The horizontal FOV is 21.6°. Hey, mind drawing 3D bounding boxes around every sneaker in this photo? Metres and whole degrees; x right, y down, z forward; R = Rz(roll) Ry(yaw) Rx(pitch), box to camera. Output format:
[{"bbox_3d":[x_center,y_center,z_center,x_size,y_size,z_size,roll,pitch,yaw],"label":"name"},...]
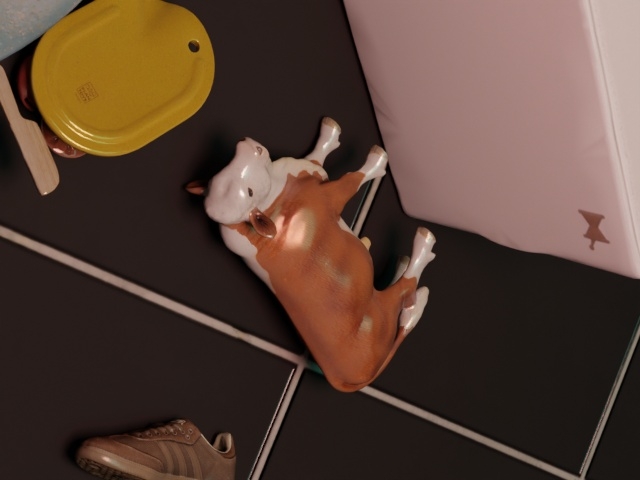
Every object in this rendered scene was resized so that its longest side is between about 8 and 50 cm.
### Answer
[{"bbox_3d":[-0.153,0.197,1.571,0.188,0.066,0.071,26,67,-47],"label":"sneaker"}]

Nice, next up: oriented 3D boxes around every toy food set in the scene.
[{"bbox_3d":[-0.195,-0.131,1.444,0.218,0.071,0.128,-34,97,-32],"label":"toy food set"}]

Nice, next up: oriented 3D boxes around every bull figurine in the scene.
[{"bbox_3d":[0.000,0.000,1.616,0.188,0.101,0.310,-45,126,-26],"label":"bull figurine"}]

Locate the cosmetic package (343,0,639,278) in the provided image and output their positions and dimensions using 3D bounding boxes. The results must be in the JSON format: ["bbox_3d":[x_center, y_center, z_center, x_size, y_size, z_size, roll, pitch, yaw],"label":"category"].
[{"bbox_3d":[0.287,-0.218,1.655,0.394,0.329,0.327,-34,122,-31],"label":"cosmetic package"}]

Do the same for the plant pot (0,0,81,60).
[{"bbox_3d":[-0.293,-0.257,1.211,0.248,0.247,0.252,33,90,-41],"label":"plant pot"}]
